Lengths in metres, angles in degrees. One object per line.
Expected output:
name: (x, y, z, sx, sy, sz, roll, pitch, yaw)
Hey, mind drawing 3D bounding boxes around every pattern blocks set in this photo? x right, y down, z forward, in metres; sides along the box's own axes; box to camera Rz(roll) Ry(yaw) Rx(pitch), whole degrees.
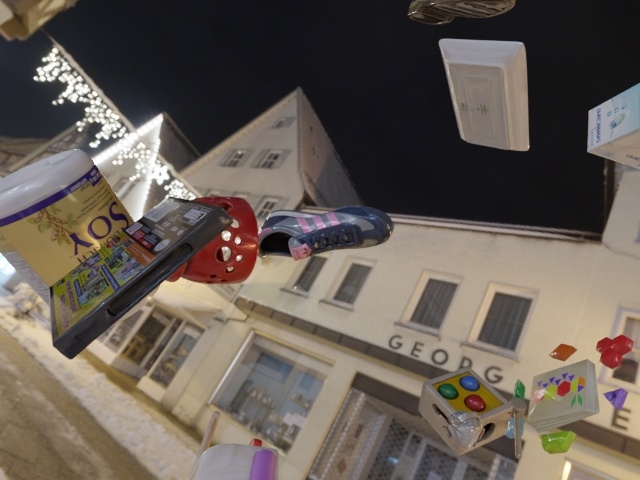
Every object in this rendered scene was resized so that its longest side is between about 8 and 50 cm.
pattern blocks set: (0.569, 0.362, 0.996, 0.026, 0.285, 0.325, 35, -31, -2)

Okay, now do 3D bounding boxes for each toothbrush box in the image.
toothbrush box: (0.827, -0.285, 0.983, 0.217, 0.126, 0.295, 14, -13, -13)

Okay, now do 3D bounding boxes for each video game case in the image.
video game case: (-0.278, 0.028, 0.626, 0.275, 0.248, 0.035, 14, -37, 56)

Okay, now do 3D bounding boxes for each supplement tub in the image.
supplement tub: (-0.516, 0.004, 0.900, 0.241, 0.241, 0.331, 10, -46, 42)

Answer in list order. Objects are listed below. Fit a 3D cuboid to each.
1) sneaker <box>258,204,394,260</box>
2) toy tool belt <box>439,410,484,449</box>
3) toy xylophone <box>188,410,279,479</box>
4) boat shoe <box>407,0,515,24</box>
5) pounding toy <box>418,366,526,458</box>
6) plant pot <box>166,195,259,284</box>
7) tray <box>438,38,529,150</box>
sneaker: (0.000, 0.000, 0.945, 0.320, 0.131, 0.112, -3, -54, 26)
toy tool belt: (0.205, 0.267, 0.615, 0.051, 0.052, 0.083, 25, -4, 36)
toy xylophone: (-0.138, 0.350, 0.487, 0.081, 0.236, 0.322, 22, -62, -8)
boat shoe: (0.254, -0.478, 0.790, 0.111, 0.104, 0.307, 6, 21, -21)
pounding toy: (0.344, 0.347, 0.871, 0.181, 0.206, 0.094, -137, -137, -54)
plant pot: (-0.245, -0.001, 0.881, 0.174, 0.190, 0.191, 1, 1, -40)
tray: (0.305, -0.253, 0.788, 0.145, 0.030, 0.270, 23, -14, 35)
